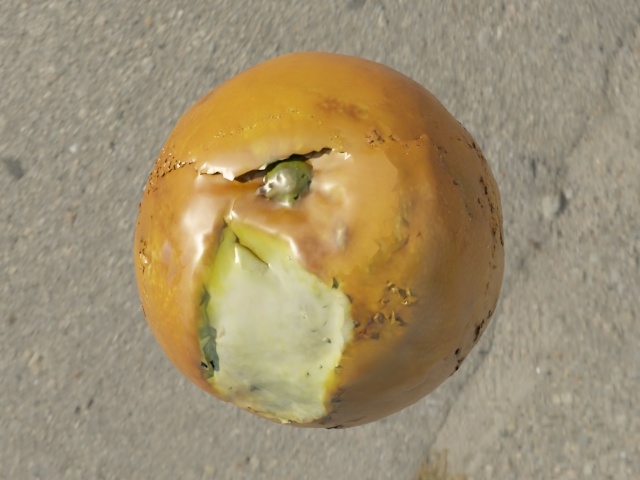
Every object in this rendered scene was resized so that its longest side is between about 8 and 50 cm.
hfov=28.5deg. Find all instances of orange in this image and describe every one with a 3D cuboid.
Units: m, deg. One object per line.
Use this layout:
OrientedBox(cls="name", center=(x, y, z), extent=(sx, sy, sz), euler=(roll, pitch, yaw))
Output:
OrientedBox(cls="orange", center=(0.000, 0.000, 0.802), extent=(0.240, 0.240, 0.240), euler=(3, 116, 6))
